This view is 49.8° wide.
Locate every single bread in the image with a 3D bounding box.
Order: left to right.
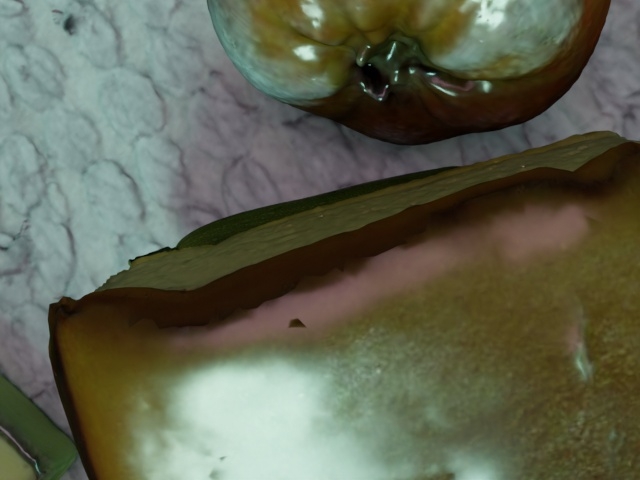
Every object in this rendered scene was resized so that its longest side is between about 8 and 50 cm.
[{"bbox_3d":[0.055,0.134,0.387,0.333,0.143,0.323,-17,99,5],"label":"bread"}]

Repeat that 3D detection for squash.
[{"bbox_3d":[0.000,0.000,0.471,0.252,0.066,0.066,-12,83,5],"label":"squash"}]

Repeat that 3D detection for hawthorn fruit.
[{"bbox_3d":[0.065,-0.179,0.399,0.235,0.231,0.262,34,94,-2],"label":"hawthorn fruit"}]

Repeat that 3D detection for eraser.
[{"bbox_3d":[-0.271,0.182,0.490,0.117,0.058,0.172,39,90,8],"label":"eraser"}]
